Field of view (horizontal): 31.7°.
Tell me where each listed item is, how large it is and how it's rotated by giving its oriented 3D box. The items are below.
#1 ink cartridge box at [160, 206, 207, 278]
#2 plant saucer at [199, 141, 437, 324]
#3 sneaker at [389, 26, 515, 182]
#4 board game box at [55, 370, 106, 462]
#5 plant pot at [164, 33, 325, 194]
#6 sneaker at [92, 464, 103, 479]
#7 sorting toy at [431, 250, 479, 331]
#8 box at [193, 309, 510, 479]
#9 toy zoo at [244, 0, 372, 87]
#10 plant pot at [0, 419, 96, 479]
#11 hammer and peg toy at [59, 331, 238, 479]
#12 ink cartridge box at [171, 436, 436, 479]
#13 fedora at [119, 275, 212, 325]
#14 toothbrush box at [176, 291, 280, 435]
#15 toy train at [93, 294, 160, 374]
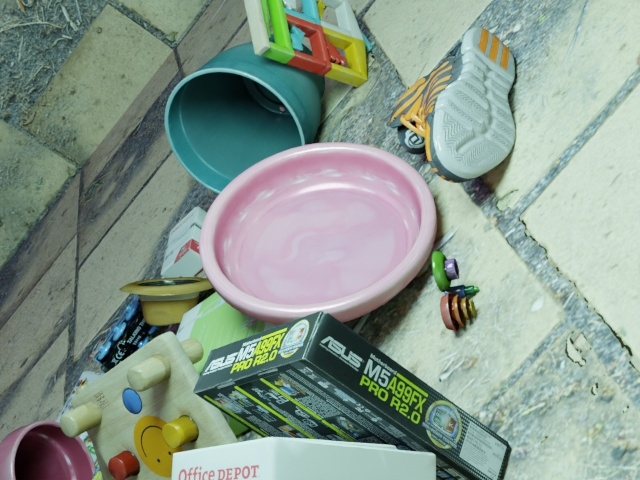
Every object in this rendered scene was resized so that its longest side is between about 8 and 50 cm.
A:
[{"bbox_3d":[-0.263,0.013,2.270,0.099,0.056,0.135,-40,28,31],"label":"ink cartridge box"},{"bbox_3d":[0.000,0.000,1.577,0.332,0.084,0.332,-8,46,8],"label":"plant saucer"},{"bbox_3d":[0.178,-0.155,1.598,0.180,0.125,0.321,-41,16,39],"label":"sneaker"},{"bbox_3d":[-0.481,0.400,2.173,0.193,0.053,0.305,-5,54,60],"label":"board game box"},{"bbox_3d":[-0.116,-0.256,2.116,0.272,0.272,0.255,-36,16,38],"label":"plant pot"},{"bbox_3d":[-0.324,0.376,1.857,0.240,0.091,0.126,-41,26,31],"label":"sneaker"},{"bbox_3d":[0.168,0.060,1.378,0.042,0.061,0.101,-13,79,19],"label":"sorting toy"},{"bbox_3d":[0.031,0.188,1.196,0.216,0.270,0.060,-24,36,52],"label":"box"},{"bbox_3d":[-0.013,-0.389,2.065,0.030,0.293,0.192,-34,57,40],"label":"toy zoo"},{"bbox_3d":[-0.524,0.433,1.978,0.180,0.201,0.201,-23,37,29],"label":"plant pot"},{"bbox_3d":[-0.261,0.303,1.619,0.361,0.266,0.127,-34,-5,39],"label":"hammer and peg toy"},{"bbox_3d":[-0.021,0.337,1.086,0.198,0.197,0.270,-22,62,52],"label":"ink cartridge box"},{"bbox_3d":[-0.281,0.114,2.097,0.194,0.194,0.079,5,100,64],"label":"fedora"},{"bbox_3d":[-0.112,0.164,1.694,0.283,0.122,0.206,-33,31,40],"label":"toothbrush box"},{"bbox_3d":[-0.376,0.184,2.241,0.184,0.080,0.105,-55,14,6],"label":"toy train"}]
